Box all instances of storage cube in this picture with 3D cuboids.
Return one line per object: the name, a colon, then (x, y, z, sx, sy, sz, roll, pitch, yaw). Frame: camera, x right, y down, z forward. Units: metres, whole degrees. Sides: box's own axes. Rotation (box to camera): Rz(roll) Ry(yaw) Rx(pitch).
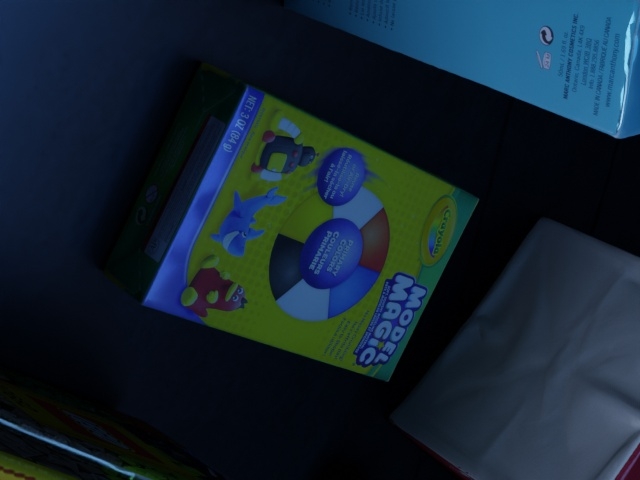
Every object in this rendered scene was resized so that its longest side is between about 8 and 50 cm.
storage cube: (0.201, 0.129, 0.845, 0.183, 0.215, 0.193, -51, 125, -6)

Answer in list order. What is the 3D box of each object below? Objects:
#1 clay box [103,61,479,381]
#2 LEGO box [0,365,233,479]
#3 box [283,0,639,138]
clay box: (0.000, 0.000, 0.733, 0.222, 0.053, 0.127, 21, 97, -41)
LEGO box: (-0.273, 0.270, 0.507, 0.372, 0.193, 0.500, 31, 83, -39)
box: (0.090, -0.118, 0.619, 0.101, 0.244, 0.060, -12, 118, -33)
